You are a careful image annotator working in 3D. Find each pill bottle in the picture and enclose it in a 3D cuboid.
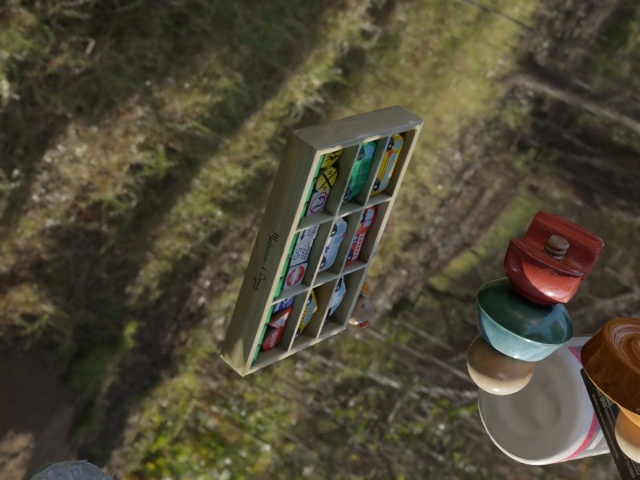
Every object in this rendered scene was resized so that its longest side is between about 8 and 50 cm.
[{"bbox_3d":[0.389,0.225,1.615,0.319,0.176,0.176,4,121,-46],"label":"pill bottle"}]

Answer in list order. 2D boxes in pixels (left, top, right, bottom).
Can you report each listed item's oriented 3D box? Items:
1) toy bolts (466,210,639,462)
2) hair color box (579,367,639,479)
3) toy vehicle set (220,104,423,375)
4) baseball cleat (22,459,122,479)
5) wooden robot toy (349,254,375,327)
[{"bbox_3d":[0.217,0.107,0.903,0.218,0.229,0.158,-27,143,-53],"label":"toy bolts"},{"bbox_3d":[0.458,0.125,1.209,0.347,0.105,0.173,-49,-141,35],"label":"hair color box"},{"bbox_3d":[0.000,0.000,1.091,0.166,0.035,0.266,-21,139,-47],"label":"toy vehicle set"},{"bbox_3d":[-0.219,0.214,0.746,0.109,0.072,0.206,-32,179,22],"label":"baseball cleat"},{"bbox_3d":[0.022,0.071,1.273,0.076,0.079,0.173,-26,176,-33],"label":"wooden robot toy"}]
